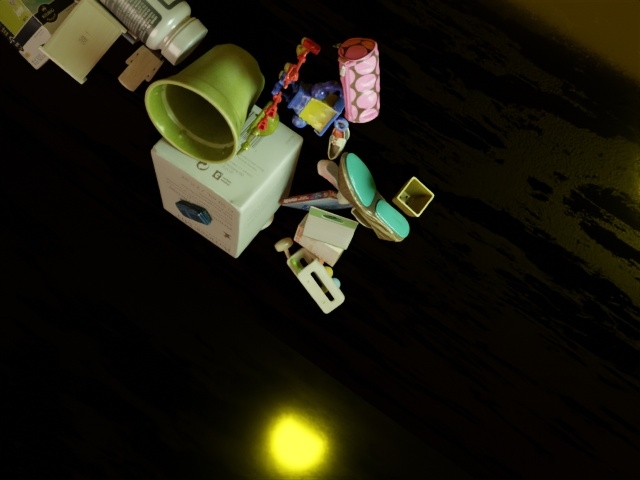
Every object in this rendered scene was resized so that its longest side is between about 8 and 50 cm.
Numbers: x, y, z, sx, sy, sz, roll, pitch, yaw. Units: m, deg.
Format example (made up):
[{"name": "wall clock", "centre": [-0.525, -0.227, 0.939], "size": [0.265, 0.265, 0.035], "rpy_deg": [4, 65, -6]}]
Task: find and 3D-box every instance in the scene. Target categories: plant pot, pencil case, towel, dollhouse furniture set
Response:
[{"name": "plant pot", "centre": [0.249, -0.116, 1.551], "size": [0.081, 0.081, 0.083], "rpy_deg": [41, 166, -9]}, {"name": "plant pot", "centre": [-0.289, -0.396, 1.521], "size": [0.276, 0.253, 0.276], "rpy_deg": [21, 148, 14]}, {"name": "pencil case", "centre": [0.088, -0.367, 1.296], "size": [0.095, 0.098, 0.209], "rpy_deg": [24, 153, 25]}, {"name": "towel", "centre": [-0.396, -0.084, 1.722], "size": [0.120, 0.029, 0.067], "rpy_deg": [20, 152, 31]}, {"name": "dollhouse furniture set", "centre": [-0.617, -0.571, 1.619], "size": [0.286, 0.198, 0.303], "rpy_deg": [41, -165, -24]}]

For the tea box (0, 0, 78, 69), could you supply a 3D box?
[{"name": "tea box", "centre": [-0.906, -0.764, 1.747], "size": [0.329, 0.220, 0.323], "rpy_deg": [3, 140, 50]}]

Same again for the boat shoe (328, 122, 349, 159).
[{"name": "boat shoe", "centre": [0.047, -0.281, 1.565], "size": [0.049, 0.043, 0.137], "rpy_deg": [34, 154, 10]}]

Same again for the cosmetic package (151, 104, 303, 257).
[{"name": "cosmetic package", "centre": [-0.297, -0.213, 1.793], "size": [0.330, 0.327, 0.393], "rpy_deg": [34, 156, 5]}]

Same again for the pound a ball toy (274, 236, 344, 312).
[{"name": "pound a ball toy", "centre": [-0.035, 0.125, 2.320], "size": [0.319, 0.136, 0.208], "rpy_deg": [57, 174, -37]}]

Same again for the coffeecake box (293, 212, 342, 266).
[{"name": "coffeecake box", "centre": [0.000, 0.000, 2.086], "size": [0.186, 0.068, 0.142], "rpy_deg": [34, 156, 5]}]

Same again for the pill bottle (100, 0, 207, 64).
[{"name": "pill bottle", "centre": [-0.454, -0.619, 1.482], "size": [0.283, 0.161, 0.161], "rpy_deg": [44, 154, -14]}]

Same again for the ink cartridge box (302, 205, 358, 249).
[{"name": "ink cartridge box", "centre": [0.036, -0.057, 1.906], "size": [0.171, 0.056, 0.235], "rpy_deg": [19, 153, -1]}]

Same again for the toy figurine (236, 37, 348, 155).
[{"name": "toy figurine", "centre": [-0.039, -0.316, 1.438], "size": [0.217, 0.191, 0.362], "rpy_deg": [27, 141, -17]}]

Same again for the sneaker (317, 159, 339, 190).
[{"name": "sneaker", "centre": [0.040, -0.201, 1.712], "size": [0.070, 0.051, 0.134], "rpy_deg": [25, 161, 52]}]

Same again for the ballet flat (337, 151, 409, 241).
[{"name": "ballet flat", "centre": [0.130, -0.116, 1.660], "size": [0.124, 0.116, 0.342], "rpy_deg": [-13, 132, 43]}]

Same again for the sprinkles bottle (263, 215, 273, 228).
[{"name": "sprinkles bottle", "centre": [-0.308, -0.073, 2.297], "size": [0.121, 0.121, 0.355], "rpy_deg": [42, 155, -12]}]

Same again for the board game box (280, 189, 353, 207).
[{"name": "board game box", "centre": [0.005, -0.127, 1.820], "size": [0.145, 0.027, 0.281], "rpy_deg": [11, 172, -36]}]
